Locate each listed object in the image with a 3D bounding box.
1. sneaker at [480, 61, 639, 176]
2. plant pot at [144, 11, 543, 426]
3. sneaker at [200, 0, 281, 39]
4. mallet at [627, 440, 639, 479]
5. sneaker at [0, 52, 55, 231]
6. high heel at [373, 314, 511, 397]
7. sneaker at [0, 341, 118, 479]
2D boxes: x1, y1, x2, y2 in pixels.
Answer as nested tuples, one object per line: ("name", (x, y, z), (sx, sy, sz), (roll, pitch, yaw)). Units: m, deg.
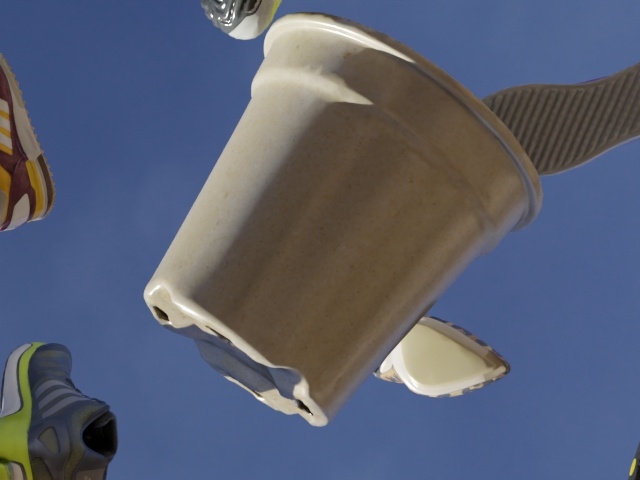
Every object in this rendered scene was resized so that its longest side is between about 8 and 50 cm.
("sneaker", (0.284, -0.132, 1.418), (0.161, 0.282, 0.102), (-41, -61, -84))
("plant pot", (0.000, 0.000, 1.262), (0.334, 0.333, 0.305), (47, -110, -35))
("sneaker", (-0.021, -0.366, 1.279), (0.147, 0.145, 0.385), (23, -115, -24))
("mallet", (0.290, 0.243, 1.215), (0.039, 0.062, 0.190), (25, -110, -13))
("sneaker", (-0.295, -0.096, 1.075), (0.084, 0.069, 0.186), (-21, -100, -52))
("high heel", (0.147, 0.141, 1.540), (0.186, 0.261, 0.093), (13, -97, -52))
("sneaker", (-0.272, 0.196, 1.331), (0.121, 0.300, 0.111), (-2, -67, -7))
